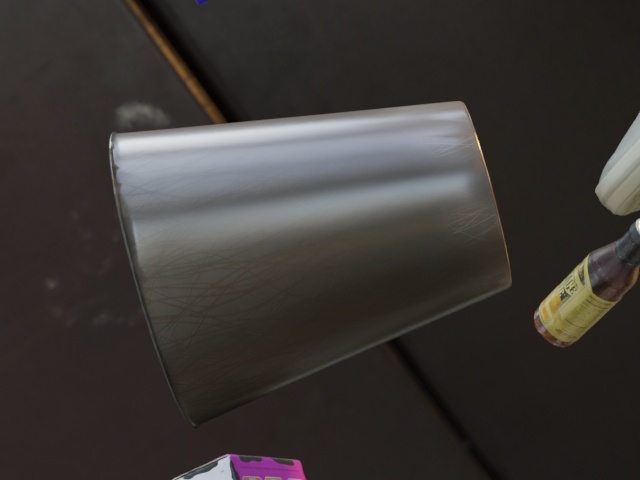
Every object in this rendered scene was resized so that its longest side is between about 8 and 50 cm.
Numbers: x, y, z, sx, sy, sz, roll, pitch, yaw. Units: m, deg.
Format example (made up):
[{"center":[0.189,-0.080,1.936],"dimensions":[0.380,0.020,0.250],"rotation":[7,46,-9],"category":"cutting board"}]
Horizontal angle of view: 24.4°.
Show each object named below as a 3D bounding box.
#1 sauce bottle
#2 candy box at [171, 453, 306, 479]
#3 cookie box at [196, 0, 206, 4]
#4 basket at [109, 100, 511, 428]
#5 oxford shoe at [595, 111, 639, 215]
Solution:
[{"center":[0.209,0.030,1.106],"dimensions":[0.042,0.128,0.042],"rotation":[20,43,-20],"category":"sauce bottle"},{"center":[-0.040,0.317,1.344],"dimensions":[0.159,0.071,0.233],"rotation":[24,42,-64],"category":"candy box"},{"center":[-0.126,-0.303,1.465],"dimensions":[0.092,0.040,0.107],"rotation":[55,22,-38],"category":"cookie box"},{"center":[0.000,0.000,0.971],"dimensions":[0.154,0.226,0.204],"rotation":[-94,170,-76],"category":"basket"},{"center":[0.351,-0.212,1.175],"dimensions":[0.130,0.449,0.169],"rotation":[41,27,18],"category":"oxford shoe"}]
